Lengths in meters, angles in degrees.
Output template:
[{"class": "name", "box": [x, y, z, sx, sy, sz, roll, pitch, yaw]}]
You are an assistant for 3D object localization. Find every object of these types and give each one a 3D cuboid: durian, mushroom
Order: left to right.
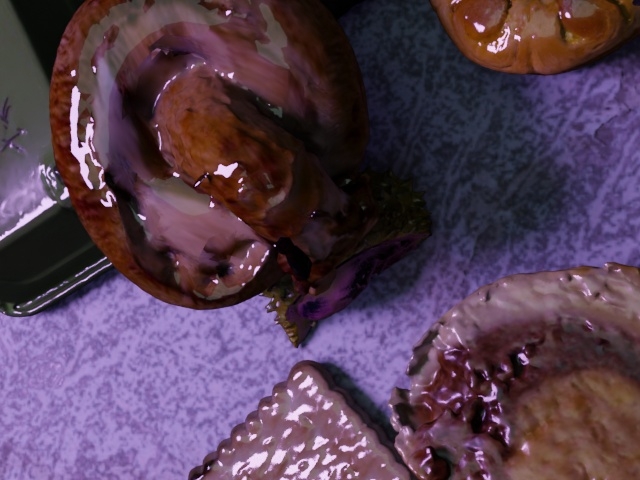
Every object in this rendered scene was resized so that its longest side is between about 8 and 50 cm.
[{"class": "mushroom", "box": [-0.074, -0.073, 0.951, 0.263, 0.195, 0.283, -42, 68, 6]}, {"class": "durian", "box": [0.000, 0.001, 1.045, 0.187, 0.108, 0.119, -39, 82, 16]}]

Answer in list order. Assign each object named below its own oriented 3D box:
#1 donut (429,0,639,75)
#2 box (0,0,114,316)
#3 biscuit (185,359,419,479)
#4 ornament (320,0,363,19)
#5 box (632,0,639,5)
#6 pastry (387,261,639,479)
[{"class": "donut", "box": [0.191, -0.242, 0.984, 0.227, 0.114, 0.226, 0, 89, 20]}, {"class": "box", "box": [-0.300, -0.113, 1.120, 0.253, 0.178, 0.328, -31, 79, 14]}, {"class": "biscuit", "box": [-0.050, 0.287, 1.092, 0.325, 0.044, 0.217, -47, 74, 12]}, {"class": "ornament", "box": [-0.066, -0.306, 1.071, 0.251, 0.106, 0.260, -32, 76, 27]}, {"class": "box", "box": [0.413, -0.374, 0.838, 0.373, 0.138, 0.420, 0, 89, -2]}, {"class": "pastry", "box": [0.201, 0.153, 0.951, 0.237, 0.170, 0.256, -42, 66, -8]}]
